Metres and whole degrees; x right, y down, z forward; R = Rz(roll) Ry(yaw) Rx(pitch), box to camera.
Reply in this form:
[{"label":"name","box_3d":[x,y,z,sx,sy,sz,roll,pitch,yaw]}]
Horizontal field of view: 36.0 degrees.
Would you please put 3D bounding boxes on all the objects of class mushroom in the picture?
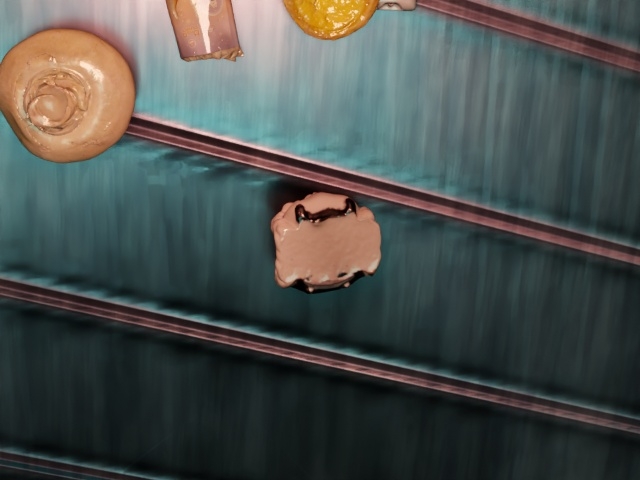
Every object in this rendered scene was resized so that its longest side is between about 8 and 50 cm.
[{"label":"mushroom","box_3d":[-0.456,-0.253,1.739,0.246,0.202,0.246,1,109,3]}]

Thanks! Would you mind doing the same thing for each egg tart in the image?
[{"label":"egg tart","box_3d":[0.019,-0.458,1.777,0.191,0.074,0.191,-6,131,-7]}]

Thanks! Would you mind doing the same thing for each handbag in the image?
[{"label":"handbag","box_3d":[-0.211,-0.398,1.775,0.117,0.095,0.173,-12,108,3]}]

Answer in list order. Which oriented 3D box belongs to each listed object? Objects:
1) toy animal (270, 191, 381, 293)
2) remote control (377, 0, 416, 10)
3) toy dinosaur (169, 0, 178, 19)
[{"label":"toy animal","box_3d":[0.000,0.000,1.913,0.208,0.156,0.204,-9,109,-13]},{"label":"remote control","box_3d":[0.136,-0.565,1.784,0.103,0.051,0.294,0,110,-8]},{"label":"toy dinosaur","box_3d":[-0.238,-0.488,1.720,0.142,0.057,0.212,-21,87,-23]}]
